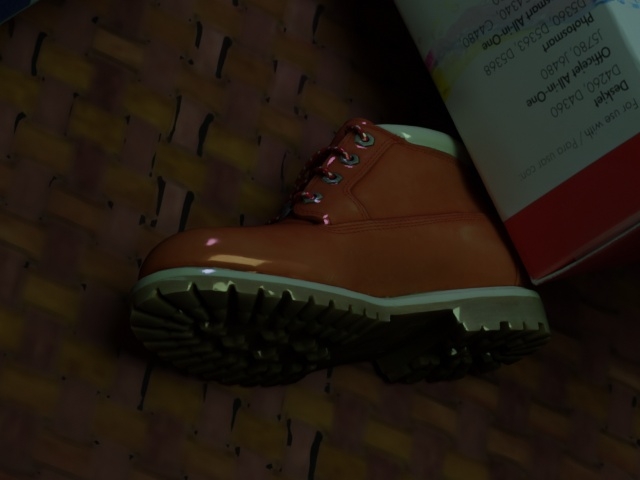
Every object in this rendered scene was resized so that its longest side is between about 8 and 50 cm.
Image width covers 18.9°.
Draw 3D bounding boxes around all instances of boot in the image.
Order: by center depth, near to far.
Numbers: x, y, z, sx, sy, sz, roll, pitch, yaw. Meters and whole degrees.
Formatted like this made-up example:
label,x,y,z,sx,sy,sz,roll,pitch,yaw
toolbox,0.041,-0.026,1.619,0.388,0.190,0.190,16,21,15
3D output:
label,x,y,z,sx,sy,sz,roll,pitch,yaw
boot,0.000,0.000,0.614,0.158,0.059,0.085,3,65,-42

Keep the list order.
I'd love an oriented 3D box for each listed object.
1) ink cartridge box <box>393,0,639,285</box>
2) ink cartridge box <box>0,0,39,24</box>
label,x,y,z,sx,sy,sz,roll,pitch,yaw
ink cartridge box,0.105,-0.068,0.670,0.134,0.078,0.231,-8,69,-50
ink cartridge box,-0.147,-0.158,0.575,0.224,0.045,0.223,43,50,10
